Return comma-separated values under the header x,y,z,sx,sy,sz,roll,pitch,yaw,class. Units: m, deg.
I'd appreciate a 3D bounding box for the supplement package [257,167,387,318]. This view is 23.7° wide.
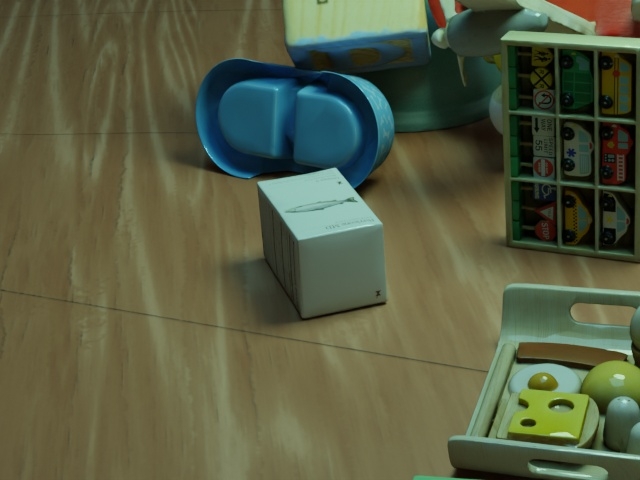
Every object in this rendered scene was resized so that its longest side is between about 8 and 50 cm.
x,y,z,sx,sy,sz,roll,pitch,yaw,class
0.000,0.000,1.783,0.105,0.105,0.179,-11,27,-14,supplement package

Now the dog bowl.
x,y,z,sx,sy,sz,roll,pitch,yaw,class
-0.031,-0.161,2.074,0.297,0.165,0.074,12,18,31,dog bowl

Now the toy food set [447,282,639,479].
x,y,z,sx,sy,sz,roll,pitch,yaw,class
0.260,0.132,1.482,0.220,0.092,0.306,4,26,16,toy food set

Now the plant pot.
x,y,z,sx,sy,sz,roll,pitch,yaw,class
0.137,-0.307,2.301,0.293,0.196,0.293,-3,26,1,plant pot

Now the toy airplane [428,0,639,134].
x,y,z,sx,sy,sz,roll,pitch,yaw,class
0.324,-0.252,2.012,0.386,0.272,0.384,23,5,-5,toy airplane

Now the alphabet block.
x,y,z,sx,sy,sz,roll,pitch,yaw,class
0.047,-0.346,2.098,0.194,0.197,0.192,-6,-7,4,alphabet block

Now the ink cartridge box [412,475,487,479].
x,y,z,sx,sy,sz,roll,pitch,yaw,class
0.195,0.283,1.049,0.278,0.201,0.117,3,27,12,ink cartridge box

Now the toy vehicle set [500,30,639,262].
x,y,z,sx,sy,sz,roll,pitch,yaw,class
0.298,-0.110,1.781,0.166,0.266,0.035,6,27,23,toy vehicle set
